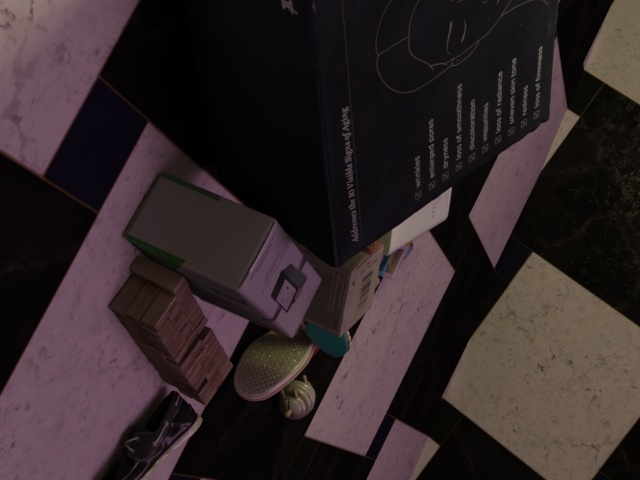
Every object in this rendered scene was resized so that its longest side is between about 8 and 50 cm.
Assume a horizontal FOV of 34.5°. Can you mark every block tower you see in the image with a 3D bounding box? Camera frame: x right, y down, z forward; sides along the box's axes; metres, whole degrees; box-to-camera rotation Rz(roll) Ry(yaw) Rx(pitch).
[{"bbox_3d":[-0.238,0.156,1.678,0.097,0.091,0.335,-57,156,-23],"label":"block tower"}]

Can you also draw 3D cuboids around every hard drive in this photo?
[{"bbox_3d":[0.227,-0.104,2.390,0.308,0.040,0.202,-27,129,-53],"label":"hard drive"}]

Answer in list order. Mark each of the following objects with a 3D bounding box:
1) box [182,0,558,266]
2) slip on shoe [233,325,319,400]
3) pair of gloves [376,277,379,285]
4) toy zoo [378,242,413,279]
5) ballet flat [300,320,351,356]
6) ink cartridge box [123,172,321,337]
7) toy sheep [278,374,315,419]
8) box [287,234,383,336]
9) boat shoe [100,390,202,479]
[{"bbox_3d":[0.085,-0.304,1.485,0.472,0.297,0.479,-35,142,-26],"label":"box"},{"bbox_3d":[-0.067,0.230,2.120,0.331,0.123,0.101,-48,152,-49],"label":"slip on shoe"},{"bbox_3d":[0.062,0.126,2.361,0.240,0.042,0.204,-47,152,-22],"label":"pair of gloves"},{"bbox_3d":[0.177,-0.002,2.556,0.192,0.030,0.293,-67,158,3],"label":"toy zoo"},{"bbox_3d":[-0.018,0.133,2.050,0.241,0.091,0.077,48,26,-27],"label":"ballet flat"},{"bbox_3d":[-0.142,0.031,1.610,0.121,0.211,0.289,-63,159,-12],"label":"ink cartridge box"},{"bbox_3d":[-0.055,0.358,2.321,0.132,0.091,0.091,-45,150,-54],"label":"toy sheep"},{"bbox_3d":[-0.022,0.048,1.871,0.127,0.232,0.148,-39,146,-49],"label":"box"},{"bbox_3d":[-0.309,0.357,1.771,0.233,0.084,0.079,-44,112,-30],"label":"boat shoe"}]
